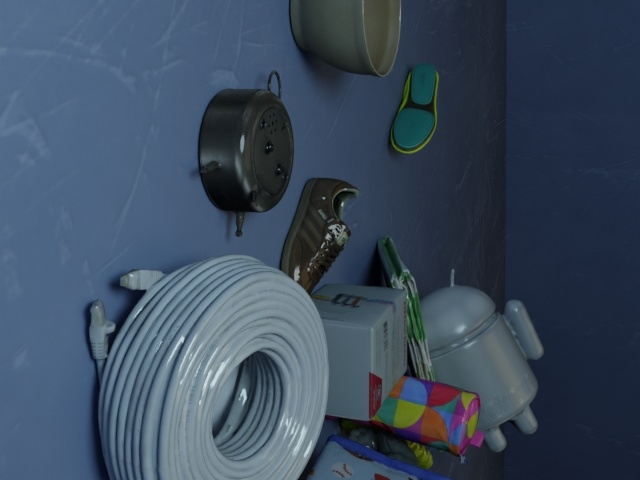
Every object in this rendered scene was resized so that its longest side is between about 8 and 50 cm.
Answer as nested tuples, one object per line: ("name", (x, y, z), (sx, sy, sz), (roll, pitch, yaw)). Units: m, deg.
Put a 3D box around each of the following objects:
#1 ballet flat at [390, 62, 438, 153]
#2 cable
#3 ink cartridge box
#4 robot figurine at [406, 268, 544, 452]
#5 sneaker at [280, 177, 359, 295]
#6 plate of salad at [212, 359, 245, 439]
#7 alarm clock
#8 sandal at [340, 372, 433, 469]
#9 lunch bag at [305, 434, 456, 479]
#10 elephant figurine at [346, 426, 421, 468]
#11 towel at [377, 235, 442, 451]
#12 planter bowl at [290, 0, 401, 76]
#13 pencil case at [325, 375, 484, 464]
("ballet flat", (0.180, -0.232, 1.415), (0.077, 0.077, 0.231), (93, 11, -56))
("cable", (-0.085, 0.141, 0.695), (0.257, 0.089, 0.257), (-14, 109, -53))
("ink cartridge box", (0.037, 0.143, 1.028), (0.176, 0.127, 0.128), (-28, 119, -65))
("robot figurine", (0.294, 0.237, 1.498), (0.353, 0.300, 0.200), (60, -5, -3))
("sneaker", (0.000, 0.000, 0.982), (0.066, 0.071, 0.188), (54, 44, -59))
("plate of salad", (-0.074, 0.155, 0.844), (0.200, 0.048, 0.199), (-24, 118, -56))
("alarm clock", (-0.068, -0.110, 0.807), (0.129, 0.064, 0.192), (66, 31, -50))
("sandal", (0.132, 0.311, 1.325), (0.317, 0.126, 0.138), (65, 31, -54))
("lunch bag", (0.027, 0.512, 0.949), (0.328, 0.239, 0.385), (-43, 150, -61))
("elephant figurine", (0.102, 0.417, 1.165), (0.186, 0.169, 0.239), (-86, 163, -63))
("towel", (0.160, 0.169, 1.293), (0.248, 0.038, 0.324), (-101, 175, -76))
("planter bowl", (0.028, -0.288, 0.949), (0.162, 0.109, 0.162), (5, 90, -69))
("pencil case", (0.120, 0.247, 1.113), (0.104, 0.236, 0.104), (-41, 138, -52))
